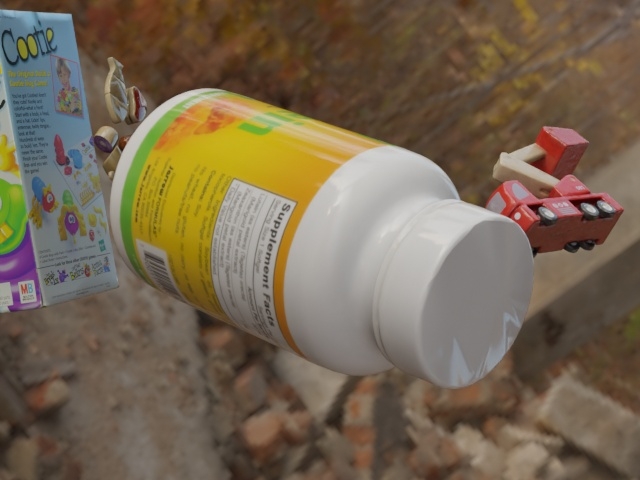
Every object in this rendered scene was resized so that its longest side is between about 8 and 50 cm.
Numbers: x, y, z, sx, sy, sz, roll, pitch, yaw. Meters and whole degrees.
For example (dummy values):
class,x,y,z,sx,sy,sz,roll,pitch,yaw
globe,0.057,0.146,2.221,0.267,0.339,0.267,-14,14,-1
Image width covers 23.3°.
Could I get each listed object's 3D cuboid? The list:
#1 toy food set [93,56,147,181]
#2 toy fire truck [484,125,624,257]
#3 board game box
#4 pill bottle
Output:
class,x,y,z,sx,sy,sz,roll,pitch,yaw
toy food set,-0.166,-0.085,1.305,0.078,0.019,0.122,48,32,-48
toy fire truck,0.207,-0.048,1.451,0.192,0.047,0.135,-7,43,-43
board game box,-0.310,-0.071,1.491,0.144,0.142,0.275,-15,96,-68
pill bottle,0.000,0.000,0.927,0.246,0.136,0.136,22,-6,40
